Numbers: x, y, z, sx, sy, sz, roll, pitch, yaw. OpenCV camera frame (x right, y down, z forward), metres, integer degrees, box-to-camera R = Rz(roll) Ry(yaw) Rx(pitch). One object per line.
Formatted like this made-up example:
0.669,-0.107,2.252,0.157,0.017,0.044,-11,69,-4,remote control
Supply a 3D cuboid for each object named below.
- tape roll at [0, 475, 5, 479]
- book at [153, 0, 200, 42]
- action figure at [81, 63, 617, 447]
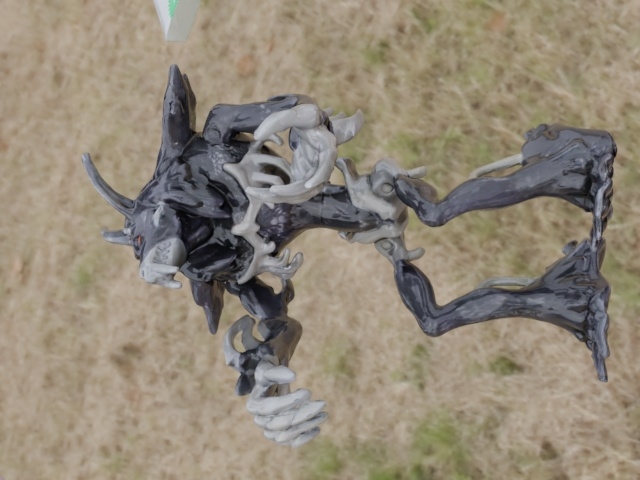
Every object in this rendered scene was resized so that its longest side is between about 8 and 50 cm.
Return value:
-0.188,0.278,0.740,0.090,0.275,0.275,-41,31,-17,tape roll
-0.130,-0.258,0.932,0.096,0.035,0.144,-60,41,45,book
0.000,0.000,0.518,0.141,0.275,0.164,-66,-26,-61,action figure
